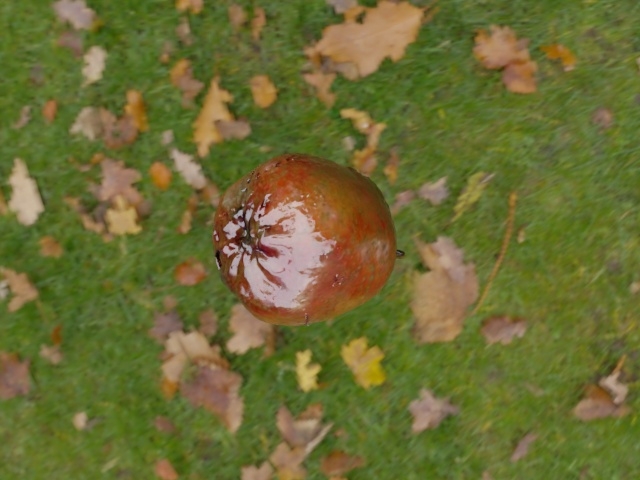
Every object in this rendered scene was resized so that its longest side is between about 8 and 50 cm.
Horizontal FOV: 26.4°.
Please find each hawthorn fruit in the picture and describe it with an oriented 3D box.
[{"bbox_3d":[-0.005,-0.002,0.554,0.077,0.077,0.077,6,105,25],"label":"hawthorn fruit"}]
